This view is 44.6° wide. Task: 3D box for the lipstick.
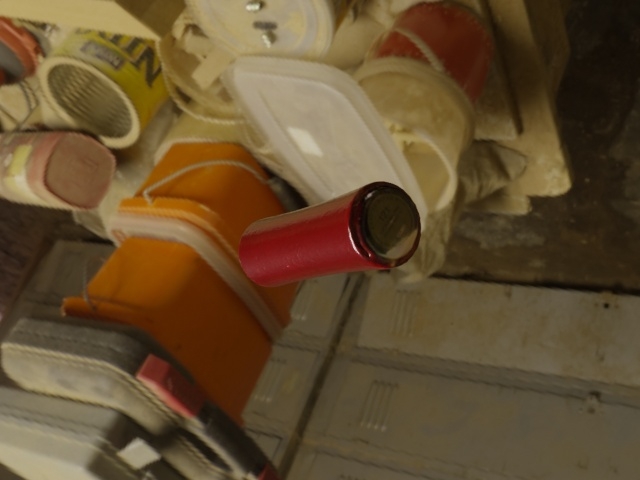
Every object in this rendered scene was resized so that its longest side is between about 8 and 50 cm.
[{"bbox_3d":[0.000,0.000,0.767,0.080,0.080,0.241,38,157,-20],"label":"lipstick"}]
